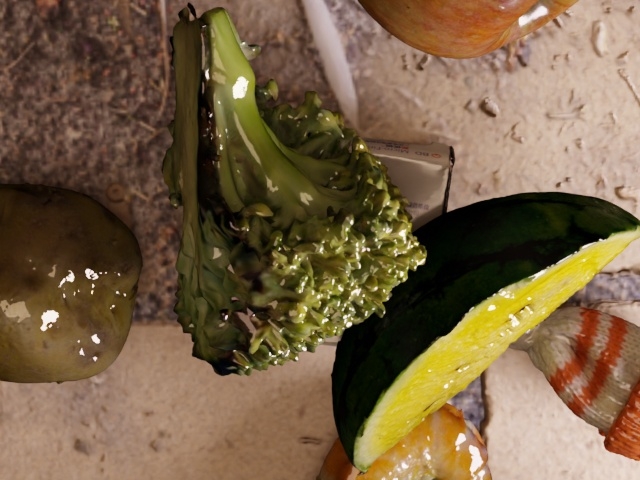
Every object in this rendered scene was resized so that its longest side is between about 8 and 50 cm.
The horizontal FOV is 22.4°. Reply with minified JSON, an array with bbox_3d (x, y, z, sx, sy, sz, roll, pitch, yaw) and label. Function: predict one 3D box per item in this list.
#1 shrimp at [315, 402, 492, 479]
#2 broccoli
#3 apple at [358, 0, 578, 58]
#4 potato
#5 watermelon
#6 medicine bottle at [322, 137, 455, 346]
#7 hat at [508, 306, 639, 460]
[{"bbox_3d":[0.045,0.241,1.357,0.150,0.068,0.249,36,97,-11],"label":"shrimp"},{"bbox_3d":[-0.014,-0.041,1.173,0.180,0.242,0.273,-4,109,-17],"label":"broccoli"},{"bbox_3d":[0.109,-0.237,1.168,0.211,0.211,0.188,-33,79,9],"label":"apple"},{"bbox_3d":[-0.244,0.033,1.285,0.200,0.137,0.155,8,71,1],"label":"potato"},{"bbox_3d":[0.110,0.061,1.246,0.301,0.123,0.129,-42,124,9],"label":"watermelon"},{"bbox_3d":[0.000,0.000,1.306,0.201,0.052,0.171,6,103,1],"label":"medicine bottle"},{"bbox_3d":[0.209,0.094,1.303,0.162,0.093,0.112,31,76,1],"label":"hat"}]
